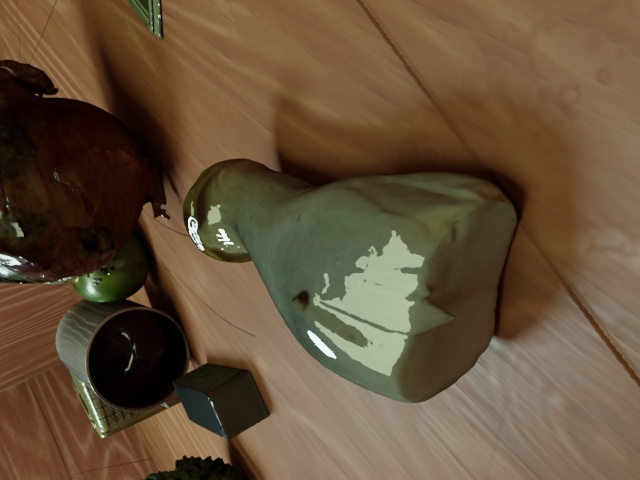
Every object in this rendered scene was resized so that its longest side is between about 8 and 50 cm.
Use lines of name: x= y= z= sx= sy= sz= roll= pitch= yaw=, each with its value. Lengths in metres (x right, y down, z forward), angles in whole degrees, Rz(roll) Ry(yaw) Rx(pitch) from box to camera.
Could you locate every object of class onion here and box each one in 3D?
onion: x=-0.416 y=-0.073 z=0.912 sx=0.354 sy=0.354 sz=0.353 roll=42 pitch=145 yaw=38

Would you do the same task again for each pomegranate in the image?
pomegranate: x=-0.460 y=0.051 z=1.219 sx=0.180 sy=0.210 sz=0.179 roll=19 pitch=117 yaw=42

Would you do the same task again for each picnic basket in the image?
picnic basket: x=-0.520 y=0.378 z=1.584 sx=0.313 sy=0.228 sz=0.175 roll=-5 pitch=105 yaw=61

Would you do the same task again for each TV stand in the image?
TV stand: x=-0.186 y=0.278 z=1.057 sx=0.270 sy=0.083 sz=0.088 roll=-20 pitch=93 yaw=62

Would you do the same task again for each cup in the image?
cup: x=-0.415 y=0.243 z=1.312 sx=0.273 sy=0.288 sz=0.208 roll=6 pitch=73 yaw=51

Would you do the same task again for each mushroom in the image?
mushroom: x=0.000 y=0.000 z=0.477 sx=0.329 sy=0.122 sz=0.159 roll=27 pitch=99 yaw=50

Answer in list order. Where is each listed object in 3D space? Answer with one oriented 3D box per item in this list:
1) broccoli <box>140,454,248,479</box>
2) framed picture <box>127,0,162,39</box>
broccoli: x=-0.278 y=0.626 z=1.231 sx=0.281 sy=0.348 sz=0.293 roll=32 pitch=145 yaw=31
framed picture: x=-0.248 y=-0.384 z=0.684 sx=0.252 sy=0.014 sz=0.197 roll=52 pitch=151 yaw=24
